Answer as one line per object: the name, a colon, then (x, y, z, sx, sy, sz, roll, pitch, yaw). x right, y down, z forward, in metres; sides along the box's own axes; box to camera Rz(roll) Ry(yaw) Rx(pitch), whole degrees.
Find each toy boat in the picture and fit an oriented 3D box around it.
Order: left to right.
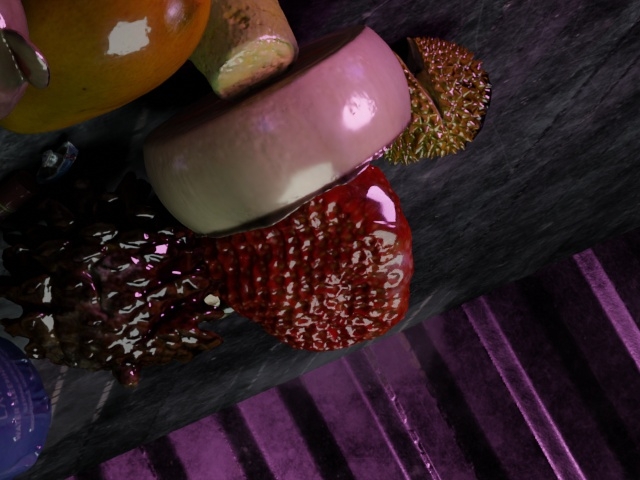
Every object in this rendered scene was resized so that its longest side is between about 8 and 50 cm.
toy boat: (-0.333, -0.100, 1.842, 0.038, 0.038, 0.083, -11, 157, -49)

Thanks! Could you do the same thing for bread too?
bread: (-0.098, -0.235, 1.664, 0.129, 0.114, 0.111, -31, 159, -4)

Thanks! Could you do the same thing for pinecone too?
pinecone: (-0.281, 0.046, 1.939, 0.298, 0.296, 0.242, -9, -167, 1)

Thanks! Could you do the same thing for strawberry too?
strawberry: (0.000, 0.000, 2.032, 0.351, 0.312, 0.267, -36, -160, 53)

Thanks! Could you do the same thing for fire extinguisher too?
fire extinguisher: (-0.415, -0.041, 1.882, 0.132, 0.039, 0.056, -36, 155, 26)

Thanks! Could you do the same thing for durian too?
durian: (0.175, -0.192, 2.148, 0.237, 0.137, 0.193, 8, 97, -74)

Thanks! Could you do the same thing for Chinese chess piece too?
Chinese chess piece: (-0.051, -0.135, 1.796, 0.338, 0.141, 0.338, -26, -165, 7)

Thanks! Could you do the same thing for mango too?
mango: (-0.226, -0.204, 1.423, 0.211, 0.173, 0.317, -27, 175, -37)

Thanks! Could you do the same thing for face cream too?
face cream: (-0.569, 0.271, 2.243, 0.249, 0.249, 0.225, -37, 168, 29)

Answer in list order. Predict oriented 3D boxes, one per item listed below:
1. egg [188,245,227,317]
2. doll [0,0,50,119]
egg: (-0.178, 0.029, 2.234, 0.233, 0.195, 0.195, -1, 154, -25)
doll: (-0.362, -0.159, 1.312, 0.174, 0.235, 0.330, -54, -170, -32)
